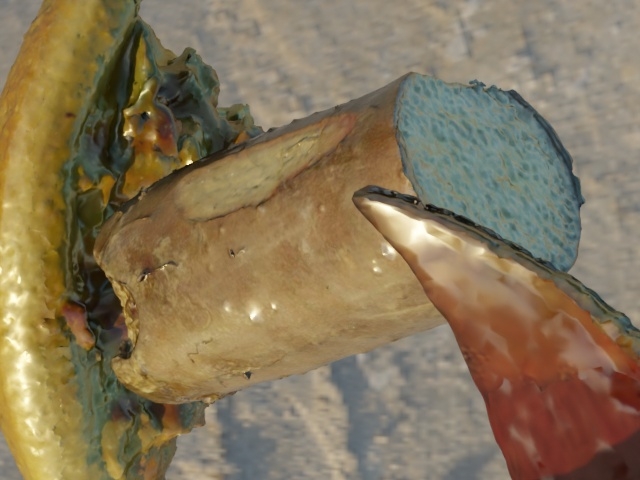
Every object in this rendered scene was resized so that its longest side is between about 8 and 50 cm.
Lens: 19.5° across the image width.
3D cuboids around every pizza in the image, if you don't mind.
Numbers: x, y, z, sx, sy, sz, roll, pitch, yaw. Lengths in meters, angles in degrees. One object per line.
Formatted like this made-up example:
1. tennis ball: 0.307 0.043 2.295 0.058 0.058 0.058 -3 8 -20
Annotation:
1. pizza: -0.122 0.013 1.048 0.268 0.087 0.258 -57 131 -20

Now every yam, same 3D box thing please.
1. yam: 0.000 0.002 0.923 0.129 0.238 0.128 42 46 -29

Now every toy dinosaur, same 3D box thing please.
1. toy dinosaur: 0.017 0.115 0.381 0.113 0.206 0.327 52 57 -18
